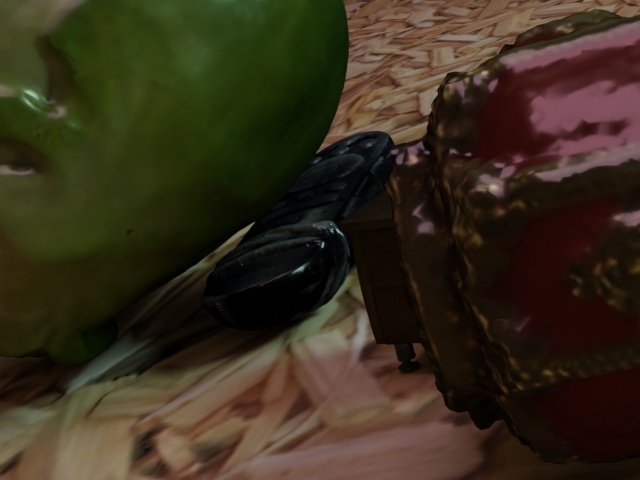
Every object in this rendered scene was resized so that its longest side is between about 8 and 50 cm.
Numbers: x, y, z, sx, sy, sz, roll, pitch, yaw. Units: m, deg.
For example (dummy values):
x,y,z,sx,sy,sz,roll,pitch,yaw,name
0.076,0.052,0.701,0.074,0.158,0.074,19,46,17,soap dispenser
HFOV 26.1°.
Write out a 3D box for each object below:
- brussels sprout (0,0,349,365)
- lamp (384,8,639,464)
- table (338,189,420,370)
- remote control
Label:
x,y,z,sx,sy,sz,roll,pitch,yaw,name
-0.145,-0.103,0.848,0.315,0.276,0.371,-39,8,29,brussels sprout
0.164,-0.014,0.517,0.274,0.177,0.177,-12,14,10,lamp
0.069,0.015,0.678,0.083,0.082,0.070,-6,16,30,table
0.000,0.000,0.878,0.090,0.066,0.266,-24,13,25,remote control
